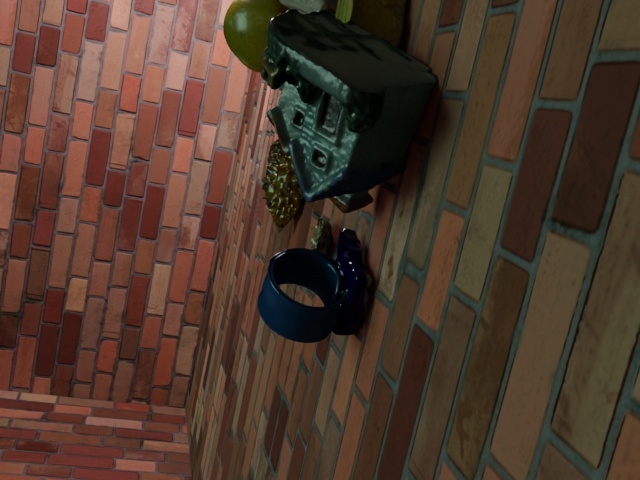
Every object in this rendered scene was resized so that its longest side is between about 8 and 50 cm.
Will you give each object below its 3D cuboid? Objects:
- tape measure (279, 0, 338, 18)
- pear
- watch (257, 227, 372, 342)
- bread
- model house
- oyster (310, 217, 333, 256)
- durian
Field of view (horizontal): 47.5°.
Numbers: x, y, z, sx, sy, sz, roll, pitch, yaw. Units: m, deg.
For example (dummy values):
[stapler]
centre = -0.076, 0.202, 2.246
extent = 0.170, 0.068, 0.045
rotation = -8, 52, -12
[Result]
[tape measure]
centre = 0.021, -0.635, 1.757
extent = 0.265, 0.130, 0.258
rotation = -61, 36, 11
[pear]
centre = -0.179, -0.689, 2.359
extent = 0.294, 0.294, 0.294
rotation = -171, 90, -75
[watch]
centre = -0.015, 0.092, 1.398
extent = 0.196, 0.200, 0.171
rotation = -110, 29, -55
[bread]
centre = 0.092, -0.400, 1.464
extent = 0.186, 0.124, 0.257
rotation = 125, 151, -72
[model house]
centre = 0.010, -0.197, 1.300
extent = 0.295, 0.252, 0.329
rotation = 38, 131, 28
[oyster]
centre = 0.003, 0.001, 1.665
extent = 0.148, 0.051, 0.103
rotation = 95, 175, -67
[durian]
centre = -0.106, -0.209, 2.088
extent = 0.191, 0.112, 0.341
rotation = 117, 159, -54
